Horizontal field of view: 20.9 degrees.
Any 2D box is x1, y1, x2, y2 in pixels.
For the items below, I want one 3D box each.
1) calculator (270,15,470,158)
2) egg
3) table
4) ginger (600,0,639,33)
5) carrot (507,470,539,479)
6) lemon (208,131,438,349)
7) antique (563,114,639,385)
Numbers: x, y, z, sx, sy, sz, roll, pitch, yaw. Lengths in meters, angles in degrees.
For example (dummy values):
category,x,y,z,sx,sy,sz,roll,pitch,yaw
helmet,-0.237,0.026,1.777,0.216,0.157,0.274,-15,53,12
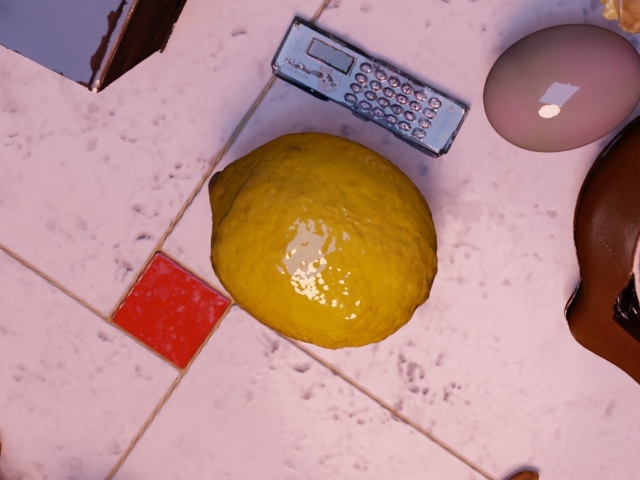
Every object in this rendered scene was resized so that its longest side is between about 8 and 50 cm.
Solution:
category,x,y,z,sx,sy,sz,roll,pitch,yaw
calculator,0.041,-0.130,1.493,0.172,0.018,0.057,28,104,1
egg,0.200,-0.126,1.429,0.135,0.103,0.103,-18,101,8
table,-0.234,-0.279,1.369,0.282,0.250,0.196,27,106,0
ginger,0.413,-0.219,1.354,0.376,0.166,0.236,18,113,-7
carrot,0.138,0.285,1.574,0.047,0.047,0.191,29,100,-1
lemon,0.002,0.002,1.450,0.181,0.180,0.193,-32,107,13
antique,0.321,0.001,1.435,0.223,0.129,0.278,39,107,-6
